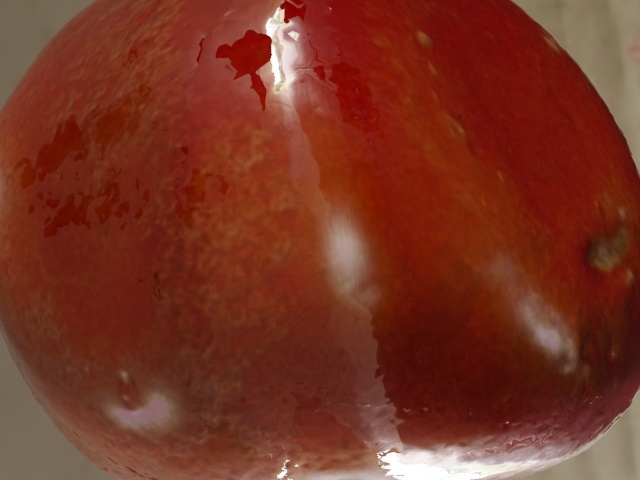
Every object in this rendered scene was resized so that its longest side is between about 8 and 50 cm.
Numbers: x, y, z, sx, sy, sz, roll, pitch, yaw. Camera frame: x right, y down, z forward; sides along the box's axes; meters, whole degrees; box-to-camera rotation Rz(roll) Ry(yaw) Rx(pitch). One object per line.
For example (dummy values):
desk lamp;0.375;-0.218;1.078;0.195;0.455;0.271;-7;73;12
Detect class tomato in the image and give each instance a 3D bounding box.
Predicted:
tomato;0.000;0.000;0.950;0.325;0.293;0.290;4;-109;-45
